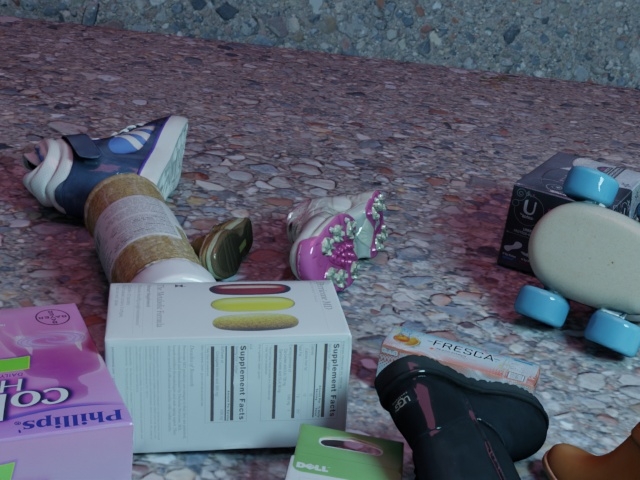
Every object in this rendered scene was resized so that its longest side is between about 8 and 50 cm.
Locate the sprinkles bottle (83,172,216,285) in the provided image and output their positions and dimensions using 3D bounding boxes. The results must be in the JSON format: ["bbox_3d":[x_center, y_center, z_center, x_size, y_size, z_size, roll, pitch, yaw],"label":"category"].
[{"bbox_3d":[-0.222,0.025,1.340,0.121,0.121,0.355,-2,24,-21],"label":"sprinkles bottle"}]

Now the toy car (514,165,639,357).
[{"bbox_3d":[0.420,0.046,1.469,0.210,0.219,0.238,22,-3,32],"label":"toy car"}]

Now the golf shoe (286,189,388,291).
[{"bbox_3d":[0.000,0.000,1.516,0.140,0.115,0.306,4,14,19],"label":"golf shoe"}]

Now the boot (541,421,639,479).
[{"bbox_3d":[0.315,0.210,1.025,0.073,0.152,0.197,-13,30,-40],"label":"boot"}]

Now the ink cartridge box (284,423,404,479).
[{"bbox_3d":[0.016,0.254,0.942,0.109,0.062,0.209,9,22,3],"label":"ink cartridge box"}]

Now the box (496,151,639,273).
[{"bbox_3d":[0.410,-0.038,1.667,0.163,0.142,0.247,18,25,25],"label":"box"}]

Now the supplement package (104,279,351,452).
[{"bbox_3d":[-0.099,0.129,1.093,0.244,0.134,0.139,-1,23,-9],"label":"supplement package"}]

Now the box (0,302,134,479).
[{"bbox_3d":[-0.311,0.169,0.974,0.213,0.117,0.243,-3,25,-25],"label":"box"}]

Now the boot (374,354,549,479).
[{"bbox_3d":[0.166,0.233,1.007,0.246,0.094,0.207,27,31,-39],"label":"boot"}]

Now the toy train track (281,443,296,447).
[{"bbox_3d":[-0.011,0.221,1.075,0.048,0.014,0.083,-8,23,-25],"label":"toy train track"}]

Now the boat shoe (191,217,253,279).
[{"bbox_3d":[-0.151,0.013,1.484,0.072,0.068,0.190,-2,11,10],"label":"boat shoe"}]

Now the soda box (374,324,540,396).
[{"bbox_3d":[0.160,0.159,1.217,0.183,0.063,0.058,15,23,16],"label":"soda box"}]

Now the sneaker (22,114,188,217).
[{"bbox_3d":[-0.352,-0.138,1.678,0.236,0.130,0.323,12,28,-1],"label":"sneaker"}]
